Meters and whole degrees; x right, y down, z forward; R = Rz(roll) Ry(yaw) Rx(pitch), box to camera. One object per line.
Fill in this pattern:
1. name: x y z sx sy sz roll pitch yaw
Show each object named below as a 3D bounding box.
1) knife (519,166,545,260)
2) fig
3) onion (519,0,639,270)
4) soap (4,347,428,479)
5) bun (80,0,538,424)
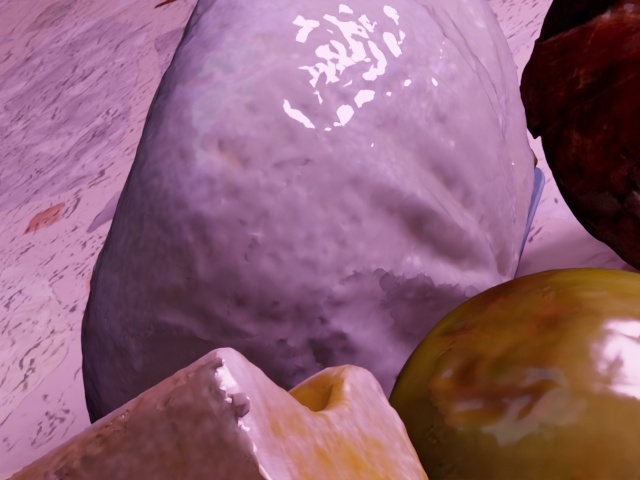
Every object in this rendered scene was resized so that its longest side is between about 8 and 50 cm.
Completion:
1. knife: 0.108 0.029 1.245 0.044 0.019 0.313 -27 20 30
2. fig: 0.127 0.108 0.826 0.230 0.207 0.207 -12 28 35
3. onion: 0.235 -0.106 1.086 0.281 0.221 0.281 -61 11 20
4. soap: -0.074 0.249 0.721 0.339 0.304 0.169 -33 -23 20
5. bun: 0.000 0.000 1.061 0.211 0.362 0.362 19 37 7
